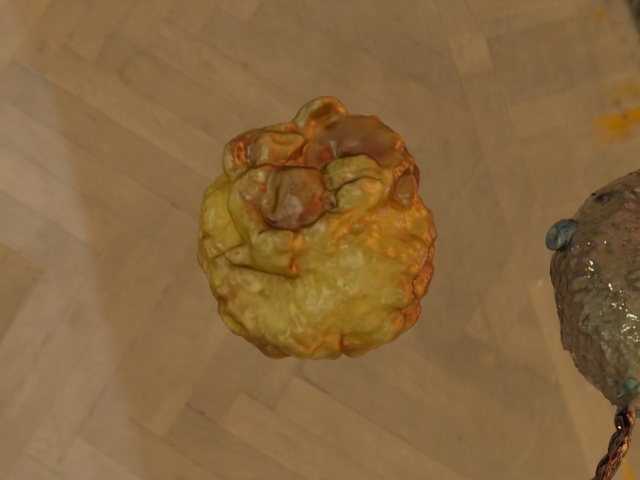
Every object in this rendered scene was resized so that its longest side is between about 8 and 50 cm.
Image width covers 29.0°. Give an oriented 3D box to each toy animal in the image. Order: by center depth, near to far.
[{"bbox_3d":[0.126,0.059,0.568,0.079,0.070,0.253,-7,38,39],"label":"toy animal"}]

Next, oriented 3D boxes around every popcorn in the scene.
[{"bbox_3d":[-0.001,-0.003,0.940,0.197,0.156,0.198,9,52,-12],"label":"popcorn"}]
